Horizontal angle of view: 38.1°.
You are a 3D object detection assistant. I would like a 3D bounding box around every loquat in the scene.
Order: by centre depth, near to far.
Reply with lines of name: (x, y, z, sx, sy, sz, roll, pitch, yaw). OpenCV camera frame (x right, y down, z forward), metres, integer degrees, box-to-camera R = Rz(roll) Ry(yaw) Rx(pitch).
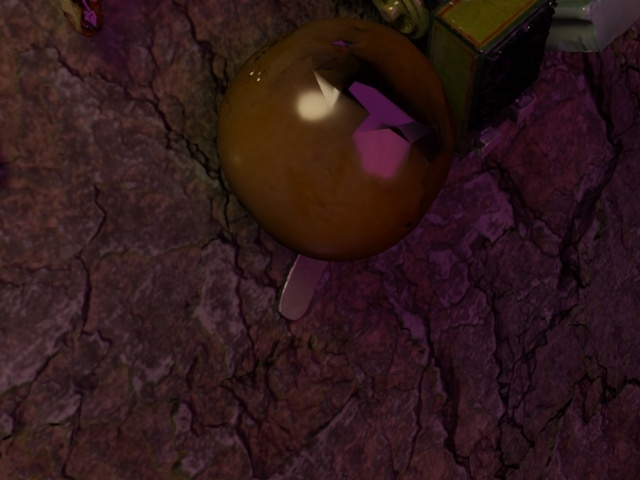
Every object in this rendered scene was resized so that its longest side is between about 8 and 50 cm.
loquat: (0.014, -0.099, 0.895, 0.235, 0.235, 0.235, -10, 106, -37)

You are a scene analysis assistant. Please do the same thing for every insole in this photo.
insole: (0.000, 0.000, 1.046, 0.063, 0.010, 0.192, 29, 81, -39)

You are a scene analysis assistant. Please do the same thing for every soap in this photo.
soap: (0.261, -0.271, 1.074, 0.114, 0.198, 0.063, -40, 125, -25)

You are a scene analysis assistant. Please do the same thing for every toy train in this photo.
toy train: (0.145, -0.215, 0.966, 0.134, 0.177, 0.261, -42, 160, -14)

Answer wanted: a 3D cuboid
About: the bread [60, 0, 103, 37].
bread: (-0.174, -0.310, 0.787, 0.139, 0.095, 0.269, 38, 88, -14)
